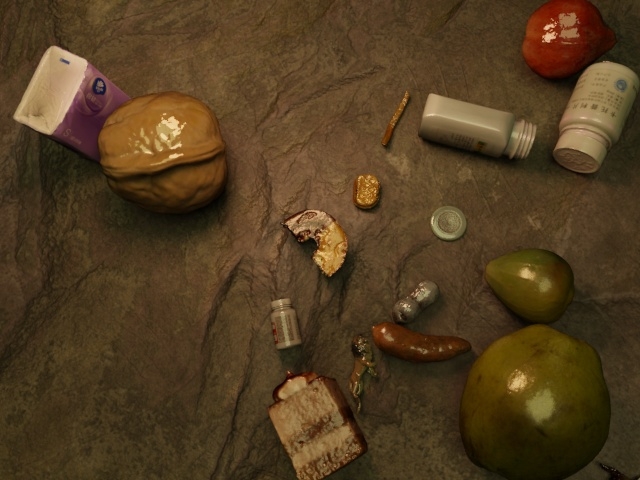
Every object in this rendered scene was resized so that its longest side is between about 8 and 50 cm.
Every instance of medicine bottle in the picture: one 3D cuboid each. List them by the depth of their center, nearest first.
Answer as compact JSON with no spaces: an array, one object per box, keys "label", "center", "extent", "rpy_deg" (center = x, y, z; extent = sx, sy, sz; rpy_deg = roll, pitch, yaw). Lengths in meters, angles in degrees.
[{"label":"medicine bottle","center":[-0.103,0.244,1.568],"extent":[0.079,0.079,0.140],"rpy_deg":[-13,78,2]},{"label":"medicine bottle","center":[0.801,-0.357,1.582],"extent":[0.170,0.170,0.293],"rpy_deg":[26,82,9]},{"label":"medicine bottle","center":[0.460,-0.330,1.596],"extent":[0.323,0.179,0.124],"rpy_deg":[18,80,9]}]

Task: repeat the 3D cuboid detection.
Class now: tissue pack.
[{"label":"tissue pack","center":[-0.709,-0.384,1.624],"extent":[0.160,0.338,0.242],"rpy_deg":[24,86,11]}]

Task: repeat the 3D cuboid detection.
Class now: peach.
[{"label":"peach","center":[0.743,-0.600,1.611],"extent":[0.256,0.232,0.233],"rpy_deg":[17,79,27]}]

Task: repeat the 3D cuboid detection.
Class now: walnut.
[{"label":"walnut","center":[-0.454,-0.251,1.584],"extent":[0.380,0.381,0.382],"rpy_deg":[-1,78,4]}]

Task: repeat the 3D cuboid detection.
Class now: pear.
[{"label":"pear","center":[0.536,0.420,1.361],"extent":[0.351,0.352,0.414],"rpy_deg":[27,91,10]}]

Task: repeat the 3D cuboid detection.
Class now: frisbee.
[{"label":"frisbee","center":[0.386,-0.053,1.627],"extent":[0.110,0.014,0.110],"rpy_deg":[-1,77,4]}]

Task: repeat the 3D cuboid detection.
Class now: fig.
[{"label":"fig","center":[0.585,0.114,1.492],"extent":[0.207,0.207,0.230],"rpy_deg":[-42,44,-5]}]

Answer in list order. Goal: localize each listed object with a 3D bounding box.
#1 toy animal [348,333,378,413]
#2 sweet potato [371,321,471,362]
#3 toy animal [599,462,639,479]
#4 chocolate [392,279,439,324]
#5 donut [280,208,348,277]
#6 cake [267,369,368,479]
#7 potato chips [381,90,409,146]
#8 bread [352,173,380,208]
[{"label":"toy animal","center":[0.123,0.379,1.530],"extent":[0.086,0.069,0.220],"rpy_deg":[0,71,26]},{"label":"sweet potato","center":[0.281,0.298,1.526],"extent":[0.291,0.097,0.098],"rpy_deg":[12,79,-2]},{"label":"toy animal","center":[0.766,0.721,1.407],"extent":[0.259,0.087,0.244],"rpy_deg":[10,65,9]},{"label":"chocolate","center":[0.274,0.179,1.557],"extent":[0.167,0.072,0.072],"rpy_deg":[-42,78,-6]},{"label":"donut","center":[0.001,0.001,1.611],"extent":[0.141,0.085,0.217],"rpy_deg":[-35,78,-4]},{"label":"cake","center":[-0.020,0.486,1.457],"extent":[0.196,0.199,0.293],"rpy_deg":[-32,73,3]},{"label":"potato chips","center":[0.236,-0.381,1.703],"extent":[0.026,0.037,0.204],"rpy_deg":[27,76,0]},{"label":"bread","center":[0.141,-0.150,1.653],"extent":[0.083,0.044,0.111],"rpy_deg":[4,76,4]}]
